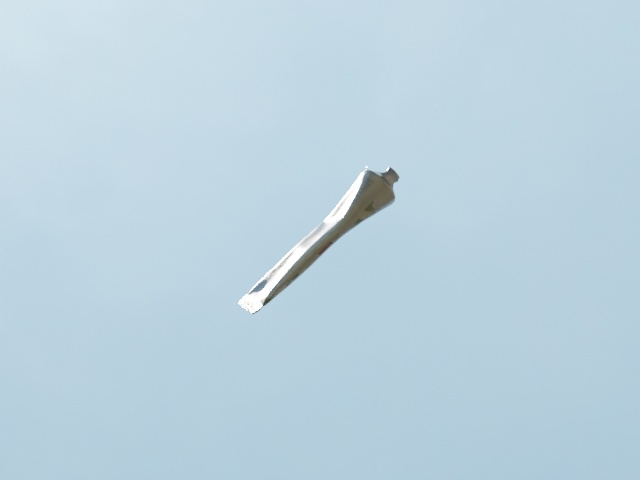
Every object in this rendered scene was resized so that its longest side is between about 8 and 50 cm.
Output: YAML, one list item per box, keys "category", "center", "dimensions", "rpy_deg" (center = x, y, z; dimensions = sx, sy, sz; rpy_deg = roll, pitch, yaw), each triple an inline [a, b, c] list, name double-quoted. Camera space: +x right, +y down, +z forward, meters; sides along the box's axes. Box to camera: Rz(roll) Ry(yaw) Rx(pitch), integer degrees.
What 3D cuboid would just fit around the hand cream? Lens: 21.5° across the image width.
- category: "hand cream"
  center: [0.000, 0.000, 1.356]
  dimensions: [0.165, 0.057, 0.037]
  rpy_deg: [-43, -75, -7]
